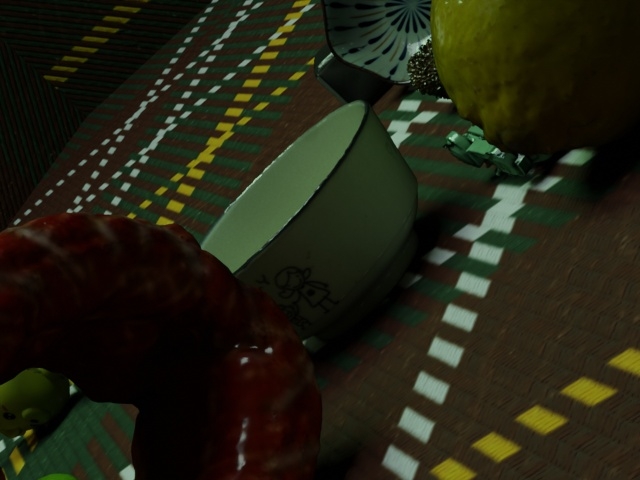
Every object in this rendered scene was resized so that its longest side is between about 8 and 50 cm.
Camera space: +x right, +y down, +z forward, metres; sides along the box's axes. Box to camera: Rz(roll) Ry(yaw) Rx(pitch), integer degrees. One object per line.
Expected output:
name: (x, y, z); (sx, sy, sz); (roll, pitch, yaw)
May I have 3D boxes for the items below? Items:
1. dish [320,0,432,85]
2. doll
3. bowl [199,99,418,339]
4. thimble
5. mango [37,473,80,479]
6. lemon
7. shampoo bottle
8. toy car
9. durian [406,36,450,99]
dish: (0.094, -0.264, 2.212); (0.191, 0.190, 0.066); (-43, -16, 18)
doll: (-0.352, 0.161, 2.416); (0.221, 0.143, 0.135); (-39, 50, 31)
bowl: (0.000, 0.000, 1.750); (0.238, 0.126, 0.238); (-45, 13, 13)
thimble: (-0.191, 0.154, 1.466); (0.230, 0.350, 0.350); (-30, 21, 54)
mango: (-0.253, 0.285, 1.765); (0.125, 0.111, 0.233); (-40, 13, 13)
lemon: (0.185, -0.175, 1.504); (0.204, 0.204, 0.260); (-26, 37, 58)
shampoo bottle: (0.101, -0.260, 2.298); (0.246, 0.080, 0.079); (-45, 15, 14)
toy car: (0.159, -0.087, 1.663); (0.073, 0.054, 0.143); (-50, 17, -6)
durian: (0.125, -0.176, 1.980); (0.091, 0.080, 0.080); (-21, 29, 50)
